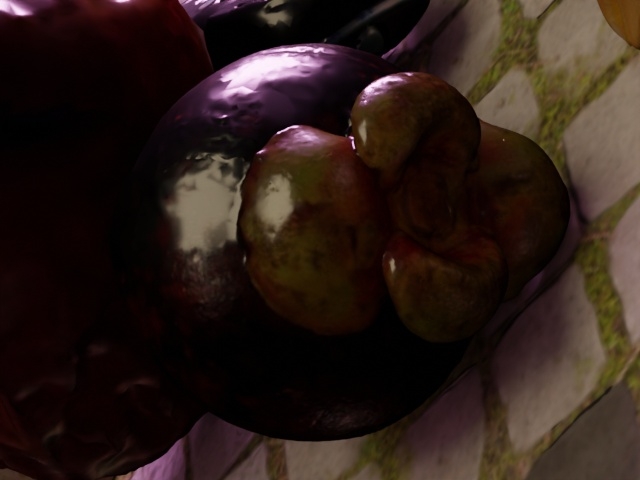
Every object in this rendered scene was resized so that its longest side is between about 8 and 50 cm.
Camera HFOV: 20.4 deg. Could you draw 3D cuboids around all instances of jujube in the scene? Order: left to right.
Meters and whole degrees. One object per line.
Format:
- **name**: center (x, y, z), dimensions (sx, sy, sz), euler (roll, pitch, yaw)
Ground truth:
- **jujube**: center (-0.169, -0.022, 1.006), dimensions (0.376, 0.258, 0.258), euler (76, -165, -54)

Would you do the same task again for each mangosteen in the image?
- **mangosteen**: center (0.000, 0.000, 0.868), dimensions (0.210, 0.210, 0.210), euler (-41, 35, 38)

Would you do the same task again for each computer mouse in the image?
- **computer mouse**: center (-0.022, -0.119, 1.082), dimensions (0.137, 0.096, 0.233), euler (-38, 19, -17)

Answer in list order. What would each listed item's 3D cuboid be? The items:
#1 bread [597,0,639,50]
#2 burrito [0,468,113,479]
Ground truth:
- **bread**: center (0.180, -0.130, 0.754), dimensions (0.177, 0.084, 0.119), euler (15, 124, 64)
- **burrito**: center (-0.239, 0.123, 1.288), dimensions (0.143, 0.105, 0.299), euler (-60, 25, -13)
